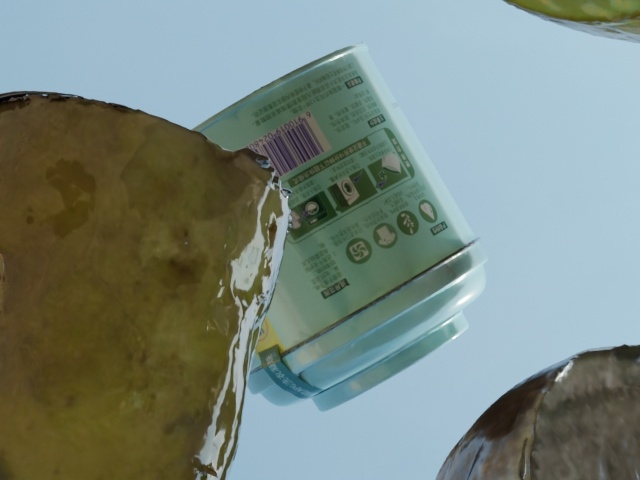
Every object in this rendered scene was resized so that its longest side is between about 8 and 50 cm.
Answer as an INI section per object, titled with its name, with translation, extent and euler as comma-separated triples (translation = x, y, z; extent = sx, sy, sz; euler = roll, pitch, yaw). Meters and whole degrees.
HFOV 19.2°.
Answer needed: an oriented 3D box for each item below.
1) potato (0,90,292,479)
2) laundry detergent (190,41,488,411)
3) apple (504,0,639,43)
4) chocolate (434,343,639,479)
[potato]
translation = -0.145, 0.088, 1.025
extent = 0.229, 0.229, 0.266
euler = 8, -116, 3
[laundry detergent]
translation = 0.000, 0.000, 1.927
extent = 0.287, 0.287, 0.305
euler = -29, -92, -31
[apple]
translation = 0.172, -0.266, 0.872
extent = 0.374, 0.374, 0.384
euler = 44, -165, 34
[chocolate]
translation = 0.209, 0.256, 1.585
extent = 0.303, 0.213, 0.303
euler = 17, -119, -34
